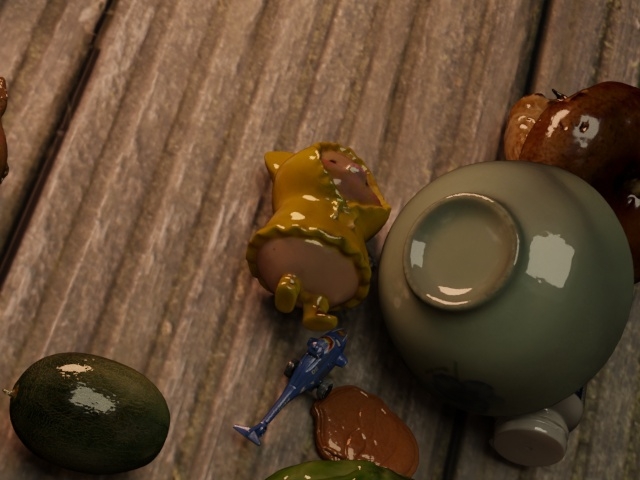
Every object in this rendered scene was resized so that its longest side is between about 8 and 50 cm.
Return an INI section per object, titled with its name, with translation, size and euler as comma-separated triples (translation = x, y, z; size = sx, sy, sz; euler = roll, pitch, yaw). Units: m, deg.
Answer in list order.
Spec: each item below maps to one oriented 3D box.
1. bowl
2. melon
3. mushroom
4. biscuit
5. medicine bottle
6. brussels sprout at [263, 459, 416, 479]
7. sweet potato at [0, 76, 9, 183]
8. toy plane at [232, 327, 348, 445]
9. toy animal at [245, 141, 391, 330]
[bowl]
translation = 0.174, 0.033, 1.857
size = 0.146, 0.289, 0.289
euler = 32, 38, -59
[melon]
translation = -0.228, 0.168, 1.693
size = 0.167, 0.114, 0.114
euler = 17, 55, -20
[mushroom]
translation = 0.319, -0.055, 2.073
size = 0.267, 0.254, 0.267
euler = 2, 83, -20
[biscuit]
translation = 0.047, 0.210, 1.868
size = 0.130, 0.019, 0.102
euler = 39, 50, 0
[medicine bottle]
translation = 0.244, 0.150, 1.949
size = 0.107, 0.107, 0.191
euler = 23, 53, -13
[brussels sprout]
translation = 0.020, 0.316, 1.679
size = 0.244, 0.244, 0.244
euler = 13, 56, -20
[sweet potato]
translation = -0.353, -0.095, 1.823
size = 0.068, 0.068, 0.226
euler = 20, 54, -15
[toy plane]
translation = -0.026, 0.150, 1.838
size = 0.054, 0.062, 0.167
euler = 32, 65, 20
[toy animal]
translation = -0.004, -0.003, 1.906
size = 0.156, 0.156, 0.230
euler = 26, 42, -11
